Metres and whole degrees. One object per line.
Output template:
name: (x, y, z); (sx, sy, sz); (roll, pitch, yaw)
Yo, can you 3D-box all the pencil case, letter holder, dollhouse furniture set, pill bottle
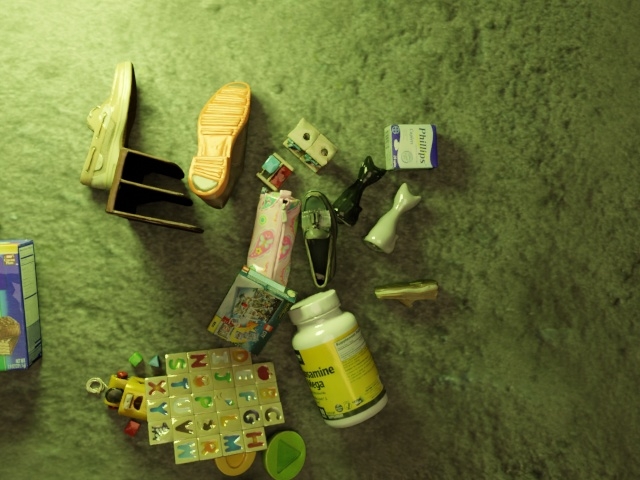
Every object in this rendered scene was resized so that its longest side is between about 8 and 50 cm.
pencil case: (-0.128, 0.006, 1.579); (0.124, 0.124, 0.284); (12, 88, -9)
letter holder: (-0.381, -0.108, 1.446); (0.214, 0.302, 0.152); (13, 87, -9)
dollhouse furniture set: (-0.066, -0.210, 1.585); (0.129, 0.129, 0.184); (40, 83, -7)
pill bottle: (0.037, 0.312, 1.567); (0.187, 0.188, 0.334); (-23, 92, -9)

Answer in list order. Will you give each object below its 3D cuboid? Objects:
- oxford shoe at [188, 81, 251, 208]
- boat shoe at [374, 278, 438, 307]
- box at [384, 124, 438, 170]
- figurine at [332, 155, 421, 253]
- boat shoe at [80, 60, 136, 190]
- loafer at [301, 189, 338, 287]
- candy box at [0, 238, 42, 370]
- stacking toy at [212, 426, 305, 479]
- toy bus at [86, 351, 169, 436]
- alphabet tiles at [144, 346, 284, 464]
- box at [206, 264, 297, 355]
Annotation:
oxford shoe: (-0.259, -0.259, 1.571); (0.130, 0.133, 0.364); (9, 70, 14)
boat shoe: (0.249, 0.158, 1.668); (0.190, 0.068, 0.072); (-4, 102, -9)
box: (0.259, -0.266, 1.668); (0.137, 0.072, 0.126); (-3, 90, -10)
figurine: (0.159, -0.101, 1.647); (0.215, 0.092, 0.209); (36, 80, -8)
boat shoe: (-0.552, -0.303, 1.512); (0.110, 0.121, 0.341); (10, 89, -10)
loafer: (0.000, 0.000, 1.573); (0.096, 0.084, 0.268); (-4, 112, 10)
candy box: (-0.856, 0.162, 1.443); (0.268, 0.122, 0.317); (-3, 96, -9)
stacking toy: (-0.190, 0.646, 1.581); (0.279, 0.130, 0.309); (5, 82, -37)
toy bus: (-0.490, 0.411, 1.522); (0.202, 0.104, 0.191); (-31, 94, -9)
alphabet tiles: (-0.274, 0.417, 1.513); (0.342, 0.011, 0.285); (-3, 58, -19)
box: (-0.184, 0.190, 1.538); (0.159, 0.044, 0.233); (29, 123, -8)
